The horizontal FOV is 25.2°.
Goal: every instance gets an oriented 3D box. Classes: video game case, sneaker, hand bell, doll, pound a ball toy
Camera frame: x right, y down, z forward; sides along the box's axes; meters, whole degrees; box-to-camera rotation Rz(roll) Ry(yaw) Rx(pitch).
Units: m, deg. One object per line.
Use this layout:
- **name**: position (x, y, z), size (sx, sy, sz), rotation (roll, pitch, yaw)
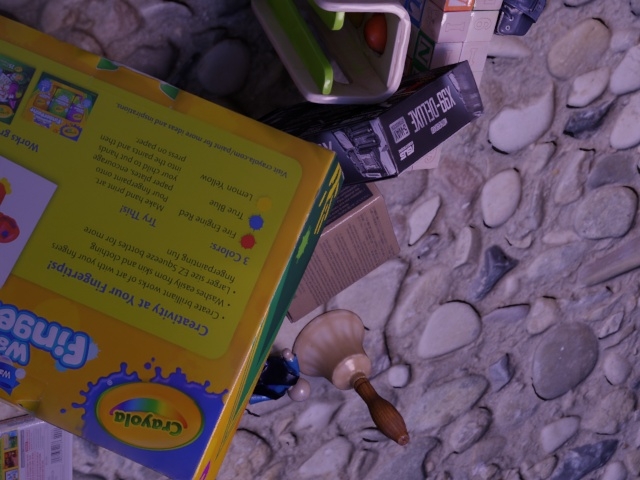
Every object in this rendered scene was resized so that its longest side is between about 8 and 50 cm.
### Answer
- **video game case**: position (-0.455, 0.350, 2.041), size (0.206, 0.026, 0.227), rotation (-12, 128, -26)
- **sneaker**: position (0.242, -0.367, 1.917), size (0.226, 0.086, 0.163), rotation (27, 103, -43)
- **hand bell**: position (0.067, 0.220, 2.128), size (0.126, 0.242, 0.126), rotation (-17, 129, -22)
- **doll**: position (-0.092, 0.207, 2.150), size (0.189, 0.046, 0.129), rotation (20, 123, -38)
- **pound a ball toy**: position (0.029, -0.301, 1.660), size (0.135, 0.319, 0.208), rotation (-2, 123, -19)

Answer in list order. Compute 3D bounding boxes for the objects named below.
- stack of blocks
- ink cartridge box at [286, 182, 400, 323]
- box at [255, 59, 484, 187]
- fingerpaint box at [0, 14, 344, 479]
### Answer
- **stack of blocks**: position (0.130, -0.240, 1.881), size (0.087, 0.171, 0.297), rotation (-6, 125, -29)
- **ink cartridge box**: position (0.000, 0.000, 1.968), size (0.193, 0.088, 0.235), rotation (-32, 159, -3)
- **box**: position (0.012, -0.124, 1.754), size (0.242, 0.307, 0.077), rotation (-36, 111, -53)
- **fingerpaint box**: position (-0.249, 0.004, 1.517), size (0.163, 0.444, 0.371), rotation (61, 51, -80)
